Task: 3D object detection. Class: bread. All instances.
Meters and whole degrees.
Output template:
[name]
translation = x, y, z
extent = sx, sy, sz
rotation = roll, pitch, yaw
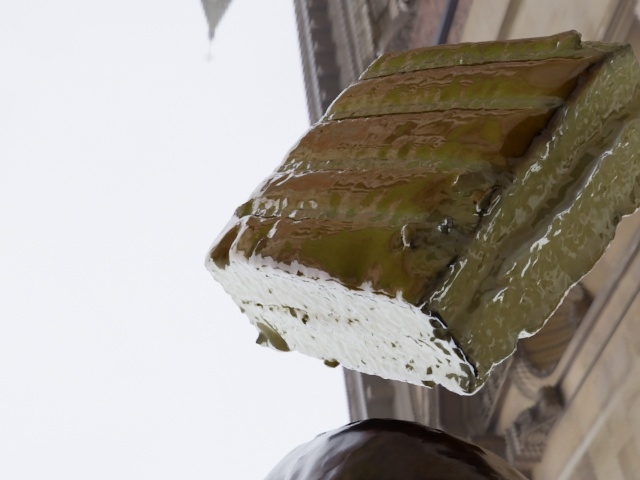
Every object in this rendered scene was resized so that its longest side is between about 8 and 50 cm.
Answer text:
[bread]
translation = 0.073, -0.023, 0.673
extent = 0.246, 0.111, 0.239
rotation = 4, -133, 52

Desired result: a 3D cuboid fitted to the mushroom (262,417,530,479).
[mushroom]
translation = 0.051, 0.214, 0.507
extent = 0.267, 0.254, 0.267
rotation = 38, -171, -7
